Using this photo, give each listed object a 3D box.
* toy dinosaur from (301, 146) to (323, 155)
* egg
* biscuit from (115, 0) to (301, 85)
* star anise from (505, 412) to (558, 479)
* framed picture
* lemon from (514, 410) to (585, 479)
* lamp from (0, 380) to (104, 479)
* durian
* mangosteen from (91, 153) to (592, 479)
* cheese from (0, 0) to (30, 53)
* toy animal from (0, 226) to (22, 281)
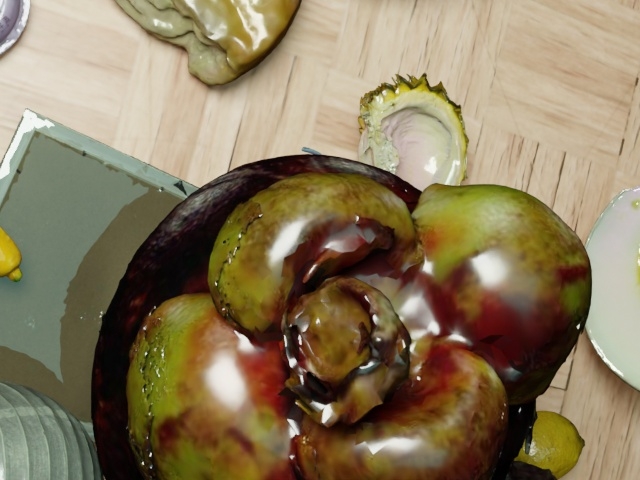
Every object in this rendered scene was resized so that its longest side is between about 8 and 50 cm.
[{"bbox_3d":[0.000,0.000,0.902,0.080,0.045,0.198,-2,102,-13],"label":"toy dinosaur"},{"bbox_3d":[0.424,0.075,1.011,0.206,0.161,0.271,-45,72,18],"label":"egg"},{"bbox_3d":[-0.123,-0.299,0.822,0.213,0.091,0.274,-44,104,-12],"label":"biscuit"},{"bbox_3d":[0.137,0.262,0.946,0.271,0.102,0.272,1,110,2],"label":"star anise"},{"bbox_3d":[-0.239,0.041,0.827,0.216,0.016,0.274,26,82,-19],"label":"framed picture"},{"bbox_3d":[0.250,0.241,0.989,0.110,0.082,0.082,-11,96,-20],"label":"lemon"},{"bbox_3d":[-0.309,0.225,0.688,0.233,0.265,0.233,38,46,-54],"label":"lamp"},{"bbox_3d":[0.090,-0.068,0.924,0.140,0.078,0.224,-12,107,-33],"label":"durian"},{"bbox_3d":[0.006,0.092,0.709,0.380,0.421,0.381,9,50,-11],"label":"mangosteen"},{"bbox_3d":[-0.339,-0.194,0.767,0.105,0.042,0.191,44,78,-16],"label":"cheese"},{"bbox_3d":[-0.348,0.006,0.751,0.131,0.127,0.182,24,66,-56],"label":"toy animal"}]
